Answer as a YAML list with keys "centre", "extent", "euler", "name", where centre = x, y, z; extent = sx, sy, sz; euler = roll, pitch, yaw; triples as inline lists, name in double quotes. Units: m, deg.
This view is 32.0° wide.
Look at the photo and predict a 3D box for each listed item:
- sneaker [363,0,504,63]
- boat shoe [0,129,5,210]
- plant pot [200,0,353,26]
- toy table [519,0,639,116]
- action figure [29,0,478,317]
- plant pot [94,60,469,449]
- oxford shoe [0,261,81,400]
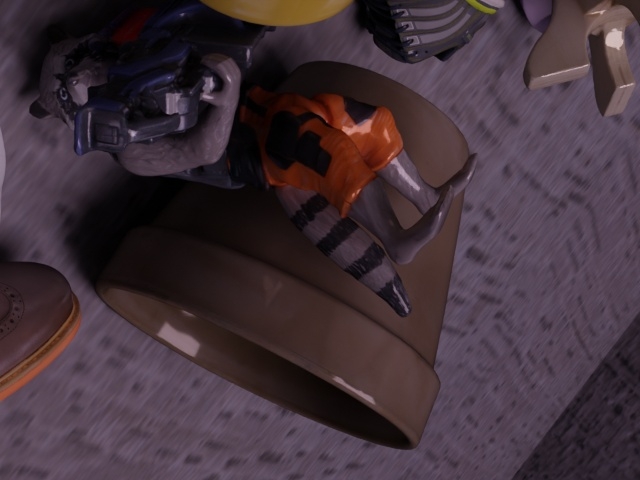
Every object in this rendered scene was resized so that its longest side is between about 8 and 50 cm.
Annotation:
- centre: [0.085, -0.231, 1.069]
  extent: [0.300, 0.111, 0.121]
  euler: [1, 126, -53]
  name: "sneaker"
- centre: [-0.262, -0.049, 0.825]
  extent: [0.040, 0.049, 0.142]
  euler: [-28, 145, -37]
  name: "boat shoe"
- centre: [-0.013, -0.282, 0.743]
  extent: [0.254, 0.254, 0.239]
  euler: [-31, 160, -34]
  name: "plant pot"
- centre: [0.325, -0.269, 1.244]
  extent: [0.252, 0.160, 0.274]
  euler: [-20, 156, 5]
  name: "toy table"
- centre: [-0.067, -0.063, 0.808]
  extent: [0.341, 0.330, 0.178]
  euler: [-54, 164, -60]
  name: "action figure"
- centre: [0.000, 0.000, 1.037]
  extent: [0.280, 0.323, 0.323]
  euler: [-63, 154, -14]
  name: "plant pot"
- centre: [-0.319, 0.055, 0.783]
  extent: [0.364, 0.130, 0.132]
  euler: [-16, 130, -47]
  name: "oxford shoe"
